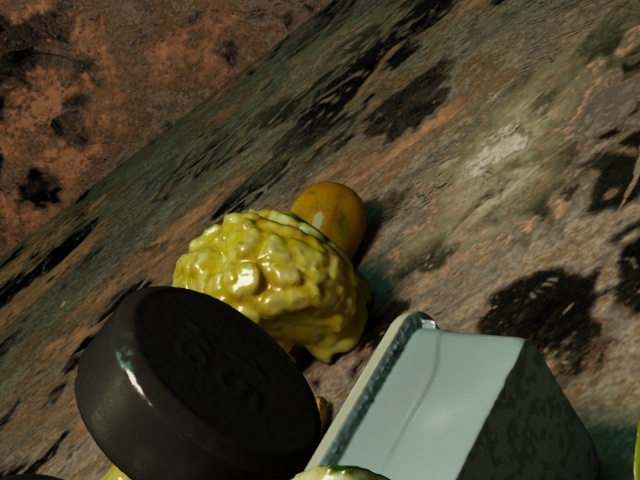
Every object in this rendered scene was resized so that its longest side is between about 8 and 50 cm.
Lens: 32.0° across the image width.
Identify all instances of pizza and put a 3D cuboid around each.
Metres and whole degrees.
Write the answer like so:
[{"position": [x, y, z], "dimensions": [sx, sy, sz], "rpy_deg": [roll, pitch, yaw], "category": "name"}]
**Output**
[{"position": [-0.010, 0.184, 1.085], "dimensions": [0.037, 0.016, 0.083], "rpy_deg": [-25, 29, 36], "category": "pizza"}]

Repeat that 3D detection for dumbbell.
[{"position": [-0.166, 0.215, 0.935], "dimensions": [0.322, 0.204, 0.203], "rpy_deg": [-50, 16, 21], "category": "dumbbell"}]

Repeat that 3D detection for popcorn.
[{"position": [-0.054, 0.061, 1.193], "dimensions": [0.218, 0.189, 0.169], "rpy_deg": [2, 54, 55], "category": "popcorn"}]

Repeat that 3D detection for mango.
[{"position": [-0.002, -0.001, 1.354], "dimensions": [0.111, 0.089, 0.163], "rpy_deg": [-16, 40, 49], "category": "mango"}]

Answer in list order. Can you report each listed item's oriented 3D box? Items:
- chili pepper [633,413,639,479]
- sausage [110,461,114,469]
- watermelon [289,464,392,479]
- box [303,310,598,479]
[{"position": [0.215, 0.161, 0.656], "dimensions": [0.052, 0.050, 0.201], "rpy_deg": [-18, 25, 17], "category": "chili pepper"}, {"position": [-0.158, 0.189, 1.225], "dimensions": [0.098, 0.098, 0.238], "rpy_deg": [-26, 27, 38], "category": "sausage"}, {"position": [0.032, 0.291, 0.523], "dimensions": [0.331, 0.189, 0.330], "rpy_deg": [-47, 29, 36], "category": "watermelon"}, {"position": [0.080, 0.170, 0.740], "dimensions": [0.130, 0.162, 0.227], "rpy_deg": [-6, 40, 43], "category": "box"}]
